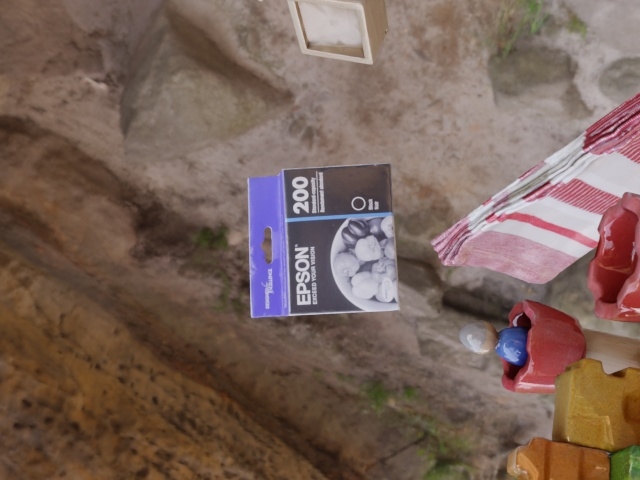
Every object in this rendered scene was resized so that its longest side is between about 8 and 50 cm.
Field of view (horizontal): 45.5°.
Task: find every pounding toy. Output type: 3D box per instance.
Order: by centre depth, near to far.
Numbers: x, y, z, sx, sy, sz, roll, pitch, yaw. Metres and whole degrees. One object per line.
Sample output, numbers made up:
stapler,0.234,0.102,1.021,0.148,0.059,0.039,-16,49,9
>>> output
pounding toy,0.000,-0.390,1.183,0.181,0.094,0.206,14,153,20

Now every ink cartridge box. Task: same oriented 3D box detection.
ink cartridge box,0.000,0.000,1.052,0.208,0.206,0.045,-4,170,5

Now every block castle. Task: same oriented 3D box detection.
block castle,0.196,0.224,0.514,0.213,0.453,0.303,12,156,0

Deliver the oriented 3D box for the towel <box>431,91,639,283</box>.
towel,0.311,-0.051,0.828,0.237,0.037,0.329,10,141,-43
